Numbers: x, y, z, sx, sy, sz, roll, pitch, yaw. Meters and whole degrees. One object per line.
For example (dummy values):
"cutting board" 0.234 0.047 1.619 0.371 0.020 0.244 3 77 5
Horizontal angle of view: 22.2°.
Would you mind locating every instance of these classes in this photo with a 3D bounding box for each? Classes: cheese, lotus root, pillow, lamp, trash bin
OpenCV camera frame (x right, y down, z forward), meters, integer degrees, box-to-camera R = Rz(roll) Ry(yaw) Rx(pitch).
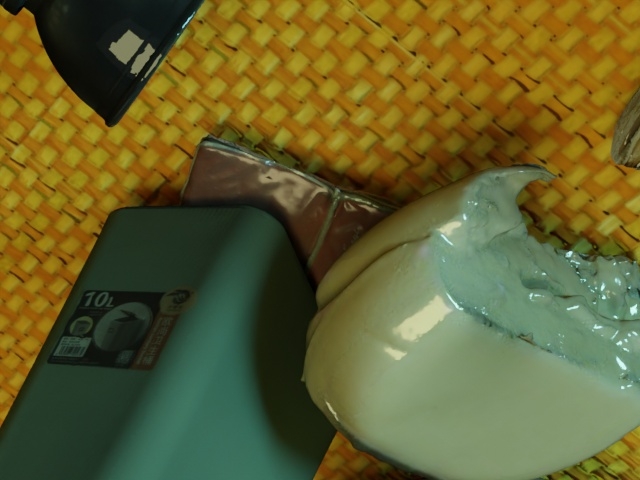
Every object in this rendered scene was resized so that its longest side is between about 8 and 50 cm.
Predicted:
"cheese" 0.121 0.071 1.162 0.266 0.127 0.233 27 126 -37
"lotus root" 0.229 -0.086 1.109 0.037 0.030 0.083 5 138 -25
"pillow" 0.000 0.000 1.243 0.232 0.043 0.126 20 133 3
"lamp" -0.193 -0.195 1.081 0.227 0.172 0.147 34 130 -10
"trash bin" -0.120 0.167 1.191 0.158 0.343 0.223 -1 133 26

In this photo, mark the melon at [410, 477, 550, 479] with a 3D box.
"melon" 0.104 0.301 1.319 0.317 0.223 0.223 -21 117 31
